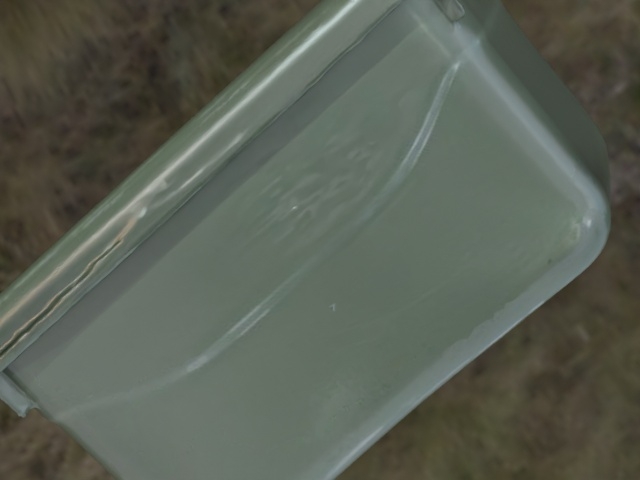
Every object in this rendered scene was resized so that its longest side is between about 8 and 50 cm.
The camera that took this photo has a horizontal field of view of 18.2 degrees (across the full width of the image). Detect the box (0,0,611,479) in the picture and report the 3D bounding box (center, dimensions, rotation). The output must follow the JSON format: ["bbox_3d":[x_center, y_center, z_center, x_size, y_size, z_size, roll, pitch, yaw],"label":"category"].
[{"bbox_3d":[0.000,0.000,0.524,0.172,0.093,0.124,-41,-176,15],"label":"box"}]
